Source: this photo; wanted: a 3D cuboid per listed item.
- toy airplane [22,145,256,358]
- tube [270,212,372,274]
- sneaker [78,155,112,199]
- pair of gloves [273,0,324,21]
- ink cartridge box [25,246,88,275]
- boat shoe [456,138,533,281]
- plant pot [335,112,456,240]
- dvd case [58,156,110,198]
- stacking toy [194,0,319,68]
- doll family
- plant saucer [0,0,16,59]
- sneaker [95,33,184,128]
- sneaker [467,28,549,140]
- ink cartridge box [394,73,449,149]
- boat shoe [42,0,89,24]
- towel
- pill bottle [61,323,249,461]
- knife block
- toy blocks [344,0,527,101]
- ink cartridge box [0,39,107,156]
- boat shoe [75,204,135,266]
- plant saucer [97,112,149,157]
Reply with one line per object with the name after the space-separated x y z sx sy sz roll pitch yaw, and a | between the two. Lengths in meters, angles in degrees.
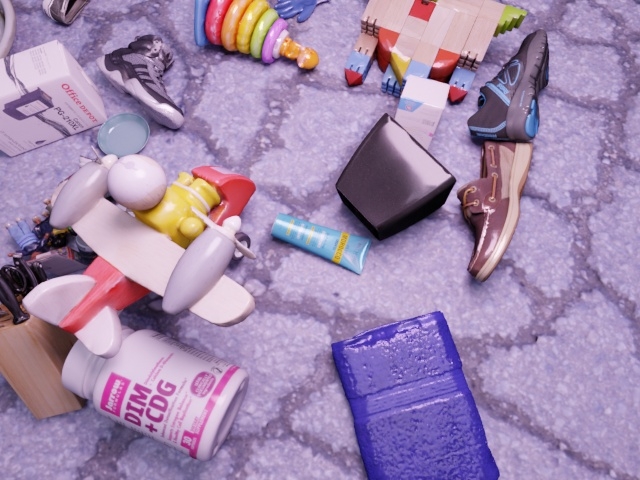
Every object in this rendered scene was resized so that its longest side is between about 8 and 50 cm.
-0.302 -0.009 0.689 0.387 0.272 0.384 -4 42 -5 | toy airplane
0.000 0.000 0.876 0.207 0.052 0.080 20 85 0 | tube
-0.451 -0.122 0.911 0.178 0.072 0.077 18 91 9 | sneaker
-0.063 -0.660 1.094 0.159 0.023 0.198 -21 73 -5 | pair of gloves
-0.523 0.038 0.825 0.063 0.115 0.029 -18 74 -5 | ink cartridge box
0.344 -0.078 0.864 0.123 0.123 0.341 19 69 14 | boat shoe
0.136 -0.108 0.844 0.167 0.187 0.188 -41 77 0 | plant pot
-0.452 -0.120 0.839 0.120 0.087 0.013 -26 60 19 | dvd case
-0.137 -0.497 0.989 0.302 0.165 0.175 29 63 -3 | stacking toy
-0.559 -0.026 0.872 0.193 0.076 0.111 -39 81 -6 | doll family
-0.912 -0.462 0.992 0.401 0.100 0.400 0 72 0 | plant saucer
-0.386 -0.384 0.964 0.269 0.101 0.153 39 79 14 | sneaker
0.435 -0.361 0.942 0.140 0.125 0.340 5 52 36 | sneaker
0.213 -0.271 0.915 0.092 0.143 0.089 18 56 6 | ink cartridge box
-0.621 -0.653 1.068 0.070 0.078 0.219 24 82 8 | boat shoe
0.168 0.306 0.767 0.228 0.076 0.308 -17 74 2 | towel
-0.287 0.255 0.733 0.283 0.160 0.160 20 74 7 | pill bottle
-0.520 0.169 0.718 0.088 0.242 0.275 -13 73 -3 | knife block
0.231 -0.450 0.964 0.382 0.191 0.260 23 86 8 | toy blocks
-0.627 -0.304 0.904 0.237 0.172 0.100 -24 74 -7 | ink cartridge box
-0.427 -0.021 0.875 0.065 0.083 0.183 42 50 7 | boat shoe
-0.454 -0.241 0.962 0.120 0.021 0.119 0 72 1 | plant saucer
